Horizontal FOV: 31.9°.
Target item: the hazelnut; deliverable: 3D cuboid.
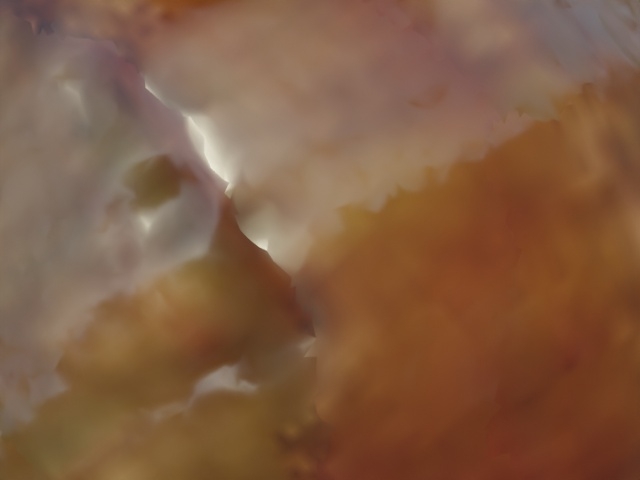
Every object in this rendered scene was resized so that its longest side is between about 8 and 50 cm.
[{"bbox_3d":[0.000,0.000,0.499,0.421,0.421,0.353,-33,-23,-30],"label":"hazelnut"}]
